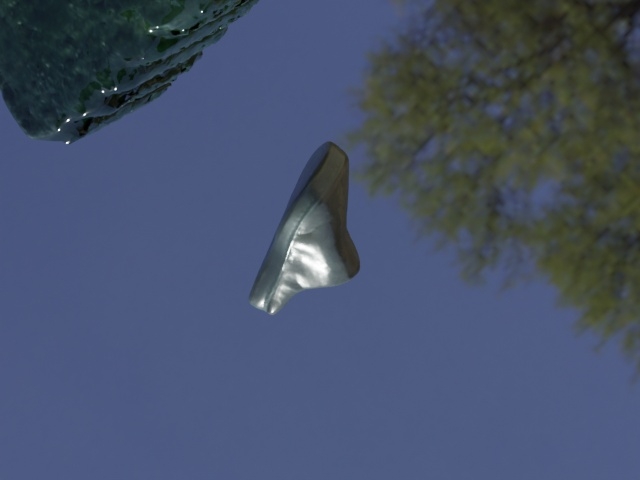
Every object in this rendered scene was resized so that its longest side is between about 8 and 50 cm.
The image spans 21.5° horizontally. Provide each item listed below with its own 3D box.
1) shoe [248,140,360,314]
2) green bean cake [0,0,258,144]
[{"bbox_3d":[0.000,0.000,1.396,0.078,0.195,0.079,26,-133,-4],"label":"shoe"},{"bbox_3d":[-0.199,-0.277,1.422,0.169,0.300,0.308,-35,-90,-43],"label":"green bean cake"}]
